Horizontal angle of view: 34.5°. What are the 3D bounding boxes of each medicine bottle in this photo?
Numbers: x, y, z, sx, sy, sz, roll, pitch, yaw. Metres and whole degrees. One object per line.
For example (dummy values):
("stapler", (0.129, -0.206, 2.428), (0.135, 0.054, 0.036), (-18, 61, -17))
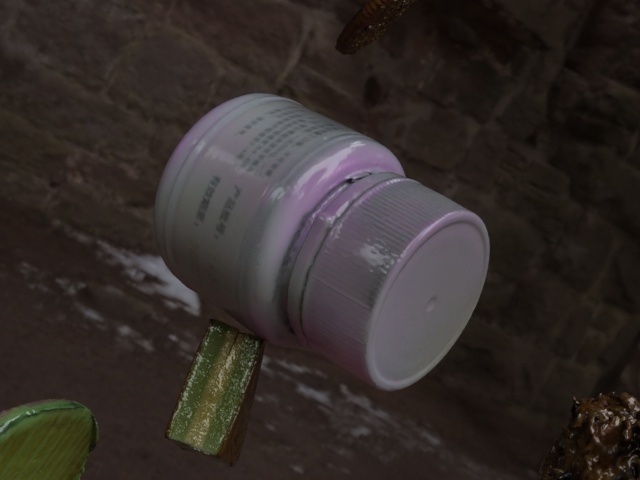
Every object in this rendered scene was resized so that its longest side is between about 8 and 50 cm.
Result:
("medicine bottle", (0.000, 0.000, 1.082), (0.302, 0.241, 0.241), (30, 6, 34))

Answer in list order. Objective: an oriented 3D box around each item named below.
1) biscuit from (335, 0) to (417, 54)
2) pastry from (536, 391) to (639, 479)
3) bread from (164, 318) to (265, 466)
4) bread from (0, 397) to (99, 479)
("biscuit", (0.077, -0.273, 1.221), (0.025, 0.126, 0.206), (51, -34, 1))
("pastry", (0.293, 0.285, 1.054), (0.192, 0.275, 0.275), (-1, 7, -1))
("bread", (-0.108, 0.168, 1.131), (0.074, 0.139, 0.084), (16, -16, 10))
("bread", (-0.341, 0.270, 1.040), (0.045, 0.301, 0.301), (39, 9, 19))
